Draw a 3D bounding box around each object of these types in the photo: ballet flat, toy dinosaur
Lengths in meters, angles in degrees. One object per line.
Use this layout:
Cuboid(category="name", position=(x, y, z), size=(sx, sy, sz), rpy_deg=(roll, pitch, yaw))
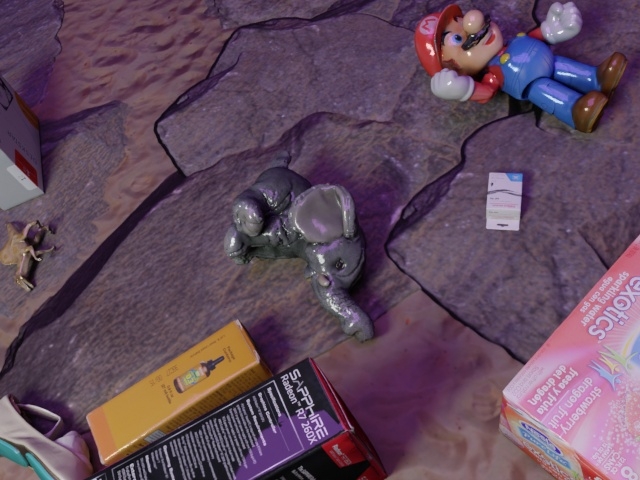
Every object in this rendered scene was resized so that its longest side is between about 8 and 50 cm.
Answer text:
Cuboid(category="ballet flat", position=(-0.368, 0.279, 0.791), size=(0.248, 0.086, 0.086), rpy_deg=(20, 65, 27))
Cuboid(category="toy dinosaur", position=(-0.521, 0.001, 1.025), size=(0.092, 0.053, 0.183), rpy_deg=(-32, 55, -4))

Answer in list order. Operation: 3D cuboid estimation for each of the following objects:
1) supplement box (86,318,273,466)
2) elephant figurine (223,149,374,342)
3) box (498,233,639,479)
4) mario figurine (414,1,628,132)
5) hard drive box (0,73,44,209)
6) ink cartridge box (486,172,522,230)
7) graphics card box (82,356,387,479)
Cuboid(category="supplement box", position=(-0.183, 0.207, 0.781), size=(0.233, 0.080, 0.078), rpy_deg=(-33, 56, -5))
Cuboid(category="elephant figurine", position=(0.000, 0.000, 0.837), size=(0.239, 0.186, 0.169), rpy_deg=(19, 21, 14))
Cuboid(category="box", position=(0.344, 0.126, 0.637), size=(0.300, 0.154, 0.142), rpy_deg=(-43, 57, -14))
Cuboid(category="mario figurine", position=(0.293, -0.288, 0.904), size=(0.320, 0.170, 0.198), rpy_deg=(26, 33, 20))
Cuboid(category="hard drive box", position=(-0.619, -0.204, 1.108), size=(0.089, 0.181, 0.232), rpy_deg=(-22, 56, -1))
Cuboid(category="ink cartridge box", position=(0.267, -0.057, 0.852), size=(0.048, 0.028, 0.083), rpy_deg=(3, 59, 18))
Cuboid(category="graphics card box", position=(-0.123, 0.282, 0.620), size=(0.371, 0.233, 0.094), rpy_deg=(-30, 56, -3))
